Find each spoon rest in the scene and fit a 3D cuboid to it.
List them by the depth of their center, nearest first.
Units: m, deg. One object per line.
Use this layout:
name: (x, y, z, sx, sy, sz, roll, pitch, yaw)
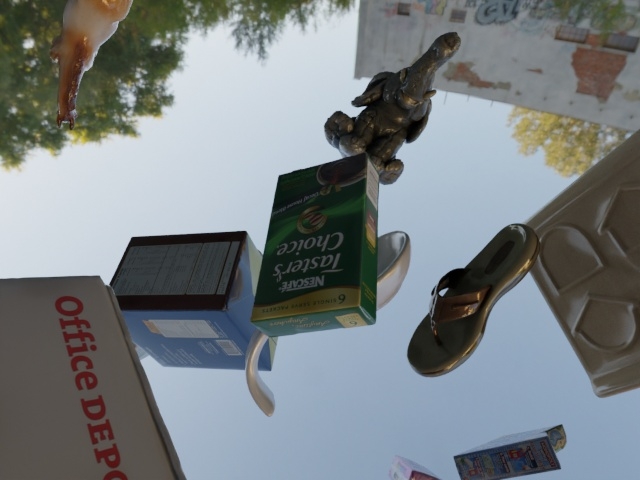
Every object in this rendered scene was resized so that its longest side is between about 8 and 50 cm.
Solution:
spoon rest: (0.004, 0.084, 0.561, 0.276, 0.084, 0.137, -46, -167, -2)

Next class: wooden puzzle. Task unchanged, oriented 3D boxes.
wooden puzzle: (0.506, 0.043, 0.745, 0.080, 0.322, 0.348, -2, -120, -24)

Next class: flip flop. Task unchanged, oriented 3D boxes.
flip flop: (0.217, 0.080, 0.688, 0.080, 0.277, 0.112, 36, -175, -27)

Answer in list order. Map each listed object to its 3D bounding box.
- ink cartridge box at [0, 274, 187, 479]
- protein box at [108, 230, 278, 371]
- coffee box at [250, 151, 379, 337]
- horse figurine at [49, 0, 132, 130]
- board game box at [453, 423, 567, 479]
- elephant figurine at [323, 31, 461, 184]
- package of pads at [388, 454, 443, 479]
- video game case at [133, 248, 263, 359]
ink cartridge box: (-0.330, 0.182, 0.308, 0.394, 0.166, 0.285, 1, -140, -43)
protein box: (-0.187, 0.101, 0.719, 0.201, 0.200, 0.136, -2, -129, 16)
coffee box: (0.000, 0.000, 0.453, 0.113, 0.040, 0.184, -10, -128, 24)
horse figurine: (-0.289, -0.294, 0.589, 0.066, 0.263, 0.175, 27, -153, -39)
board game box: (0.404, 0.423, 0.908, 0.194, 0.194, 0.060, 1, -118, -36)
elephant figurine: (0.134, -0.229, 0.803, 0.169, 0.239, 0.186, 32, -174, -46)
package of pads: (0.112, 0.277, 0.523, 0.050, 0.083, 0.032, 25, -105, 3)
video game case: (-0.302, 0.155, 1.045, 0.036, 0.329, 0.300, 49, -163, 6)
